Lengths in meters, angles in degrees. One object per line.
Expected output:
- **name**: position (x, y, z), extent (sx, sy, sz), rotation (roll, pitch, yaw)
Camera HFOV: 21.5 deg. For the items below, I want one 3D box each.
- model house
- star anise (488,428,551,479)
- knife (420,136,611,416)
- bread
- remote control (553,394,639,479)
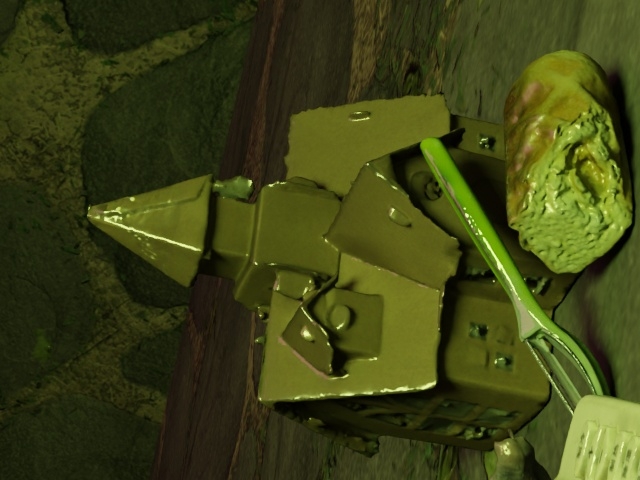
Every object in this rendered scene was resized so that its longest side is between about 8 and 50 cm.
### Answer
- **model house**: position (0.000, 0.000, 0.905), extent (0.176, 0.248, 0.181), rotation (118, 158, -61)
- **star anise**: position (0.074, 0.202, 0.840), extent (0.208, 0.063, 0.172), rotation (127, 148, -63)
- **knife**: position (0.095, 0.024, 0.796), extent (0.184, 0.026, 0.022), rotation (60, 167, 22)
- **bread**: position (0.120, -0.045, 0.824), extent (0.066, 0.060, 0.110), rotation (74, -165, -47)
- **remote control**: position (0.134, 0.109, 0.594), extent (0.230, 0.049, 0.090), rotation (-176, 95, -80)
